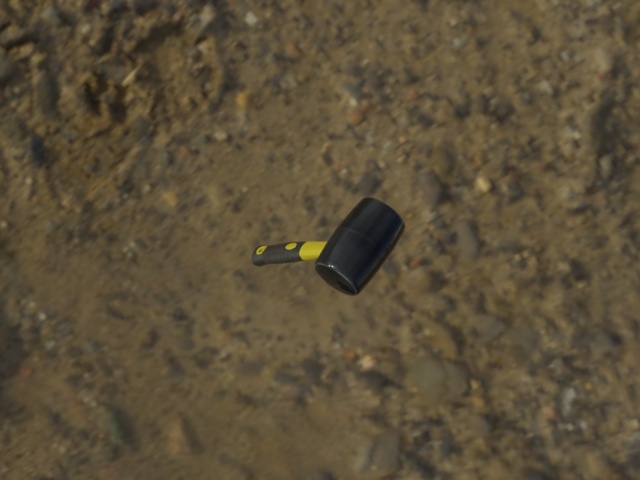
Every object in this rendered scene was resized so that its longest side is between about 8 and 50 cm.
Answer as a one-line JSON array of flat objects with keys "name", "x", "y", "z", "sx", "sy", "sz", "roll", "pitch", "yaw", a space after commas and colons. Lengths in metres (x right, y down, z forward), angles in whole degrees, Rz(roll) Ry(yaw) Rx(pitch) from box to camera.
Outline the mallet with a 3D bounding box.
[{"name": "mallet", "x": 0.000, "y": 0.000, "z": 0.996, "sx": 0.039, "sy": 0.189, "sz": 0.062, "roll": 43, "pitch": 78, "yaw": -17}]
